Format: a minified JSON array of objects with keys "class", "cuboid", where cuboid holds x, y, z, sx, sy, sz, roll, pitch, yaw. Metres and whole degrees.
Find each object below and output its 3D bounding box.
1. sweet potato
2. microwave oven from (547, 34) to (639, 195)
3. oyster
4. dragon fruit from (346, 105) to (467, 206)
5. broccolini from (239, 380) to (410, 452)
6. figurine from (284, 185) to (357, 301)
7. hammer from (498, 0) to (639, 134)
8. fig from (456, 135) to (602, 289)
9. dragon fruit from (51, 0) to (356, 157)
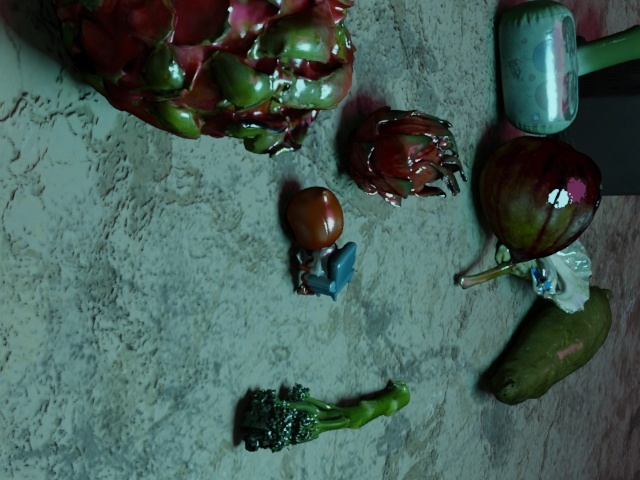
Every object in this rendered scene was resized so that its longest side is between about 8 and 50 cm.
[{"class":"sweet potato","cuboid":[0.399,0.190,1.959,0.422,0.130,0.131,-31,124,-44]},{"class":"microwave oven","cuboid":[0.515,-0.217,1.983,0.178,0.188,0.247,-63,141,-36]},{"class":"oyster","cuboid":[0.397,0.037,1.924,0.223,0.083,0.214,60,42,-18]},{"class":"dragon fruit","cuboid":[0.102,-0.103,1.372,0.142,0.121,0.130,-23,98,-11]},{"class":"broccolini","cuboid":[0.018,0.204,1.409,0.392,0.078,0.074,0,87,-66]},{"class":"figurine","cuboid":[0.000,0.000,1.290,0.068,0.075,0.140,-45,136,-44]},{"class":"hammer","cuboid":[0.420,-0.297,1.791,0.335,0.119,0.207,-20,114,-36]},{"class":"fig","cuboid":[0.331,-0.037,1.735,0.203,0.186,0.250,-29,130,-74]},{"class":"dragon fruit","cuboid":[-0.084,-0.194,0.948,0.302,0.237,0.231,27,79,-50]}]
